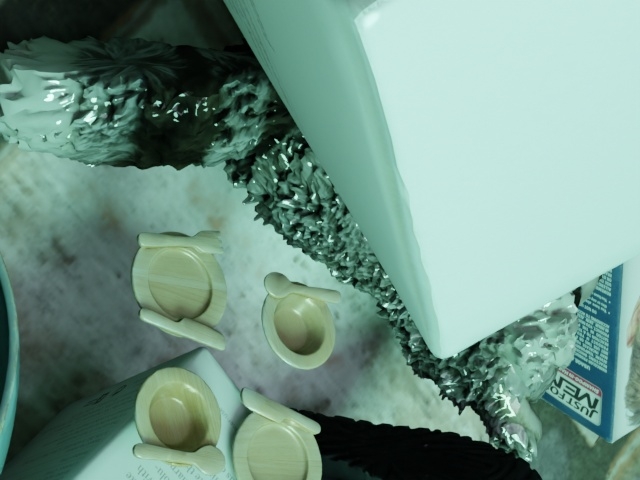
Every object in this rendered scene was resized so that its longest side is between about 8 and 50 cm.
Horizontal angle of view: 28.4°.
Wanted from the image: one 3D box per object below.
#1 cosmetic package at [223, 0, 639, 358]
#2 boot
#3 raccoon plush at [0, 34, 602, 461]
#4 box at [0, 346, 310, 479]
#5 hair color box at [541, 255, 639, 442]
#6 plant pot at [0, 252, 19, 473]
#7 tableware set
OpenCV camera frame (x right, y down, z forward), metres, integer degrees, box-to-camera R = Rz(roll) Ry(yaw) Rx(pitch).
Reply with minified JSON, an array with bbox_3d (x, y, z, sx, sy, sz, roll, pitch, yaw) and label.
[{"bbox_3d":[0.086,-0.225,0.579,0.329,0.394,0.327,-29,154,-3],"label":"cosmetic package"},{"bbox_3d":[0.045,0.240,0.904,0.094,0.246,0.207,-27,118,-54],"label":"boot"},{"bbox_3d":[0.000,0.000,0.882,0.446,0.216,0.299,4,118,-7],"label":"raccoon plush"},{"bbox_3d":[-0.143,0.259,0.701,0.215,0.168,0.345,53,47,-10],"label":"box"},{"bbox_3d":[0.268,-0.025,1.032,0.174,0.105,0.347,-24,126,-28],"label":"hair color box"},{"bbox_3d":[-0.288,0.105,0.622,0.290,0.290,0.195,-32,155,-25],"label":"plant pot"},{"bbox_3d":[-0.049,0.075,0.730,0.141,0.020,0.169,20,58,-33],"label":"tableware set"}]
